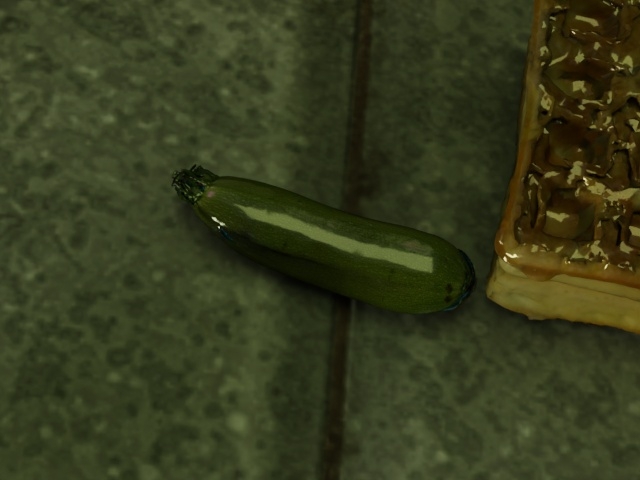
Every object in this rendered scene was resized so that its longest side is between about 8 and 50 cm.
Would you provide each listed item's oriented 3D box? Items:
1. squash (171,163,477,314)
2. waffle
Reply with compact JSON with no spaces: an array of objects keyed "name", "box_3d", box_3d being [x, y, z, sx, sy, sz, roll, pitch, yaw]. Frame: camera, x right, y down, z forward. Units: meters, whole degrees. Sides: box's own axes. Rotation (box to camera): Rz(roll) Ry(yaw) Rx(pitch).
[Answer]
[{"name":"squash","box_3d":[0.000,0.000,1.126,0.183,0.052,0.052,20,61,4]},{"name":"waffle","box_3d":[0.257,-0.031,1.145,0.308,0.091,0.213,12,60,2]}]
